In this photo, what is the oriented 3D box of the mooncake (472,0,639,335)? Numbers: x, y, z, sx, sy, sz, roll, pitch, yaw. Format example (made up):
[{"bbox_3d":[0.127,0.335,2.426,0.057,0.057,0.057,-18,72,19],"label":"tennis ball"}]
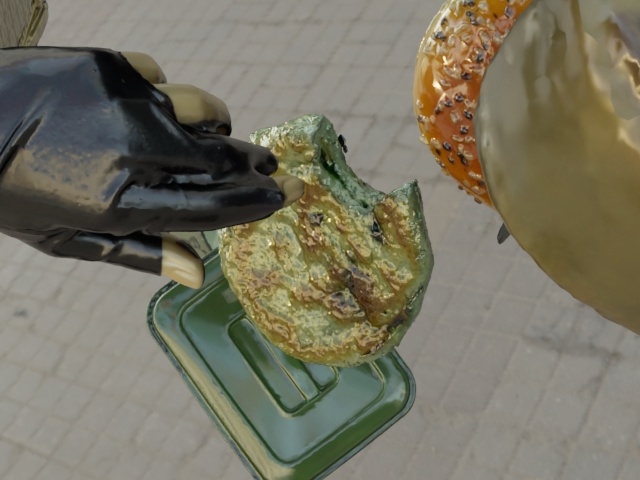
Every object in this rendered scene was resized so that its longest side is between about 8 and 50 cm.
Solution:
[{"bbox_3d":[0.353,-0.112,0.823,0.393,0.246,0.394,35,63,5],"label":"mooncake"}]

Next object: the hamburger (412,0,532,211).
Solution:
[{"bbox_3d":[0.236,-0.151,1.016,0.300,0.300,0.176,-7,23,27],"label":"hamburger"}]

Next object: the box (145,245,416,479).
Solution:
[{"bbox_3d":[-0.056,0.154,1.418,0.252,0.329,0.178,-35,-1,-7],"label":"box"}]

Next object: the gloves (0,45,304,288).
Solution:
[{"bbox_3d":[-0.160,-0.059,0.854,0.301,0.197,0.152,1,16,-27],"label":"gloves"}]

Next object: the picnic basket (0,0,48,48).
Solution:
[{"bbox_3d":[-0.416,-0.268,1.070,0.228,0.175,0.313,5,56,-3],"label":"picnic basket"}]

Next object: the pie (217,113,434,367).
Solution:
[{"bbox_3d":[-0.003,0.006,1.145,0.302,0.302,0.067,5,22,36],"label":"pie"}]

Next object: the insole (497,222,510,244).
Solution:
[{"bbox_3d":[0.310,-0.066,1.502,0.004,0.064,0.188,30,66,28],"label":"insole"}]

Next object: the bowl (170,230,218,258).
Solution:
[{"bbox_3d":[-0.195,-0.040,1.768,0.112,0.211,0.211,-12,43,28],"label":"bowl"}]
